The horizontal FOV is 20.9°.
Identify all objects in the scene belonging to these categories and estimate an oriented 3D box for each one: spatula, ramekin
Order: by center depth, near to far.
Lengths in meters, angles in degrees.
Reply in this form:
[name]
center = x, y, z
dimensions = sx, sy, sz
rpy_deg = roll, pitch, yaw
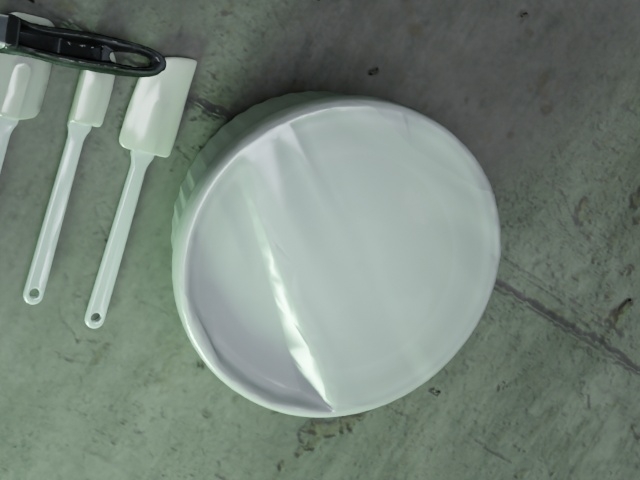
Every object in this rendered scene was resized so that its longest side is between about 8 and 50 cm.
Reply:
[spatula]
center = -0.211, -0.052, 1.407
dimensions = 0.168, 0.019, 0.242
rpy_deg = 12, 104, -27
[ramekin]
center = 0.000, 0.000, 1.431
dimensions = 0.273, 0.127, 0.273
rpy_deg = -6, 110, -17

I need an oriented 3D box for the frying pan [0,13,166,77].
[frying pan]
center = -0.289, -0.141, 1.303
dimensions = 0.326, 0.053, 0.197
rpy_deg = 31, 78, -18
